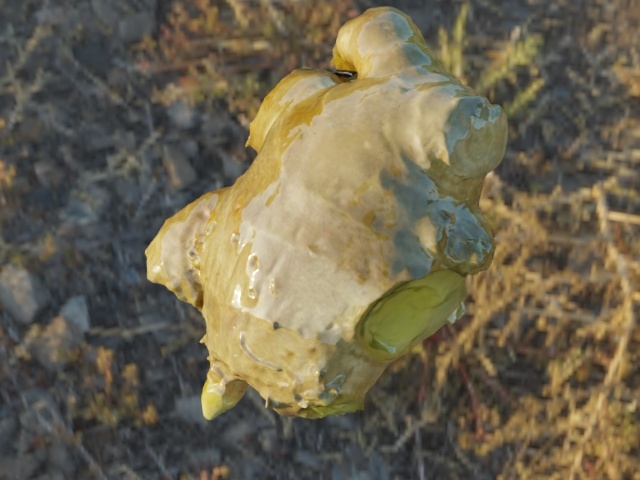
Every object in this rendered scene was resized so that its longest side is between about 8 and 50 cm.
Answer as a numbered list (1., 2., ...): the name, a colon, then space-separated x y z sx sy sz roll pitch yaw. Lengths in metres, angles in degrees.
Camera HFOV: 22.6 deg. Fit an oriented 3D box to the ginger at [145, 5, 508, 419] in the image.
1. ginger: 0.000 0.000 0.758 0.157 0.102 0.216 44 106 34
